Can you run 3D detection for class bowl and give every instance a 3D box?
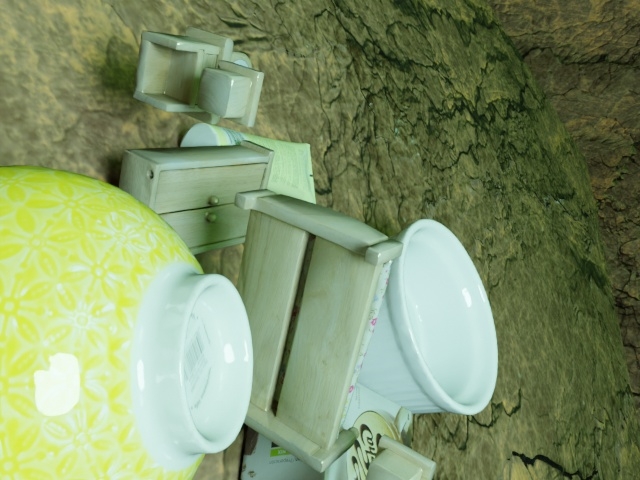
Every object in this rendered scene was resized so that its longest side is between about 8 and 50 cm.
[{"bbox_3d":[-0.138,0.085,0.425,0.289,0.156,0.289,-5,90,-76],"label":"bowl"}]

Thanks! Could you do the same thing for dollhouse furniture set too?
[{"bbox_3d":[0.000,0.000,0.564,0.174,0.356,0.303,-16,125,-55],"label":"dollhouse furniture set"}]

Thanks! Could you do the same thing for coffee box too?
[{"bbox_3d":[0.006,0.305,0.634,0.168,0.119,0.297,38,45,-40],"label":"coffee box"}]

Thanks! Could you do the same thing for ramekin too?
[{"bbox_3d":[0.136,0.119,0.900,0.277,0.135,0.277,29,51,-44],"label":"ramekin"}]

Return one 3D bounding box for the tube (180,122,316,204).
[{"bbox_3d":[-0.075,-0.096,0.794,0.062,0.070,0.240,38,18,27],"label":"tube"}]
